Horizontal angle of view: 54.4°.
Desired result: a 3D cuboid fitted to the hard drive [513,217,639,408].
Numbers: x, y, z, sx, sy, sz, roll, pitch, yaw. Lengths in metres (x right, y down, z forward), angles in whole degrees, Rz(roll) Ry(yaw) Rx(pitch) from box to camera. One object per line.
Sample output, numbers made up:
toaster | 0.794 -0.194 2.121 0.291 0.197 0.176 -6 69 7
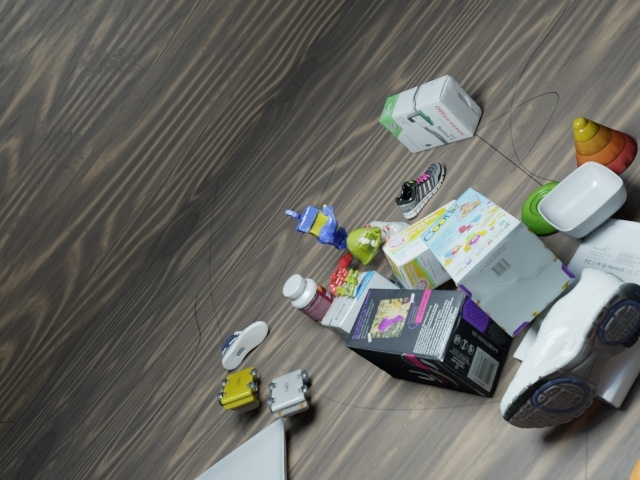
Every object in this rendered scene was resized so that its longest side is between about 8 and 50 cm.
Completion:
hard drive | 0.487 0.108 1.057 0.307 0.040 0.203 -57 30 -7

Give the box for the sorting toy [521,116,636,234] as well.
sorting toy | 0.455 -0.112 1.256 0.365 0.126 0.127 -46 30 10

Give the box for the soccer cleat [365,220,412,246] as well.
soccer cleat | 0.177 -0.019 1.621 0.196 0.076 0.068 -177 80 -72

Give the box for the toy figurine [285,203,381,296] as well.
toy figurine | 0.000 0.000 1.513 0.191 0.217 0.362 -58 5 -2

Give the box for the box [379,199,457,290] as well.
box | 0.250 0.019 1.360 0.203 0.103 0.114 -31 30 -4

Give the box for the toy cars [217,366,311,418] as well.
toy cars | -0.136 0.397 1.570 0.176 0.087 0.393 -28 12 -41

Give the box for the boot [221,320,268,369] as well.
boot | -0.232 0.289 1.843 0.190 0.069 0.086 -46 33 14

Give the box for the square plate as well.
square plate | -0.184 0.635 1.424 0.344 0.049 0.347 -39 32 21

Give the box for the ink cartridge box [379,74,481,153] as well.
ink cartridge box | 0.297 -0.336 1.685 0.219 0.160 0.093 -9 52 51

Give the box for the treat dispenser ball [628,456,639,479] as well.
treat dispenser ball | 0.461 0.309 0.621 0.288 0.288 0.288 -35 34 28

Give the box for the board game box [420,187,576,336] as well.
board game box | 0.303 0.027 1.113 0.144 0.142 0.275 -46 14 10

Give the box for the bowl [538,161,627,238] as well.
bowl | 0.491 -0.069 1.159 0.142 0.053 0.142 -43 23 13

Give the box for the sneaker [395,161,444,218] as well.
sneaker | 0.255 -0.142 1.619 0.170 0.075 0.063 -54 29 -3

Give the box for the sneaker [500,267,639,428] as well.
sneaker | 0.389 0.174 0.985 0.297 0.111 0.129 -54 17 15

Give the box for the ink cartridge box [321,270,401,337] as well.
ink cartridge box | 0.091 0.156 1.452 0.148 0.086 0.203 -58 7 -10

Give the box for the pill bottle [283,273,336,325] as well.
pill bottle | -0.020 0.153 1.610 0.086 0.152 0.086 -35 34 28

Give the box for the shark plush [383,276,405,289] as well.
shark plush | 0.191 0.109 1.444 0.073 0.067 0.161 -47 30 10

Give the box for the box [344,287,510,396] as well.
box | 0.207 0.194 1.230 0.270 0.165 0.143 -4 55 54
